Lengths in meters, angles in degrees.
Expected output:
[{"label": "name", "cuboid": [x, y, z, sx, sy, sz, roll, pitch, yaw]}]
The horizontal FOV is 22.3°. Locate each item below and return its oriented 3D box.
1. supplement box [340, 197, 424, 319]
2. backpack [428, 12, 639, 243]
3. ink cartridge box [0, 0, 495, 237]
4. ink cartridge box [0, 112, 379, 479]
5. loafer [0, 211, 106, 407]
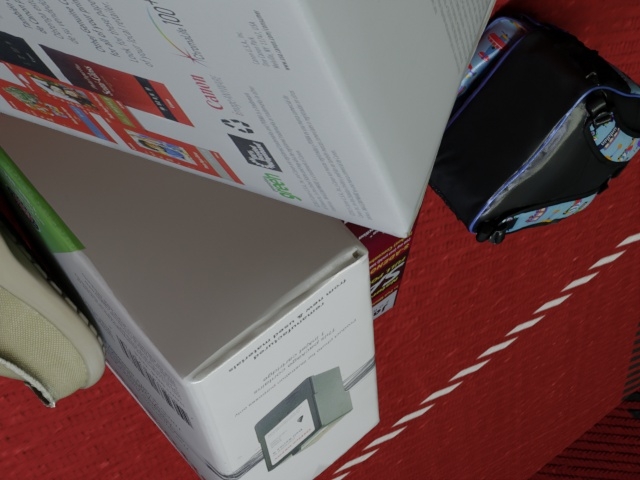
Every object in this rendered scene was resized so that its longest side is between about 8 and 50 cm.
[{"label": "supplement box", "cuboid": [0.000, 0.000, 1.166, 0.130, 0.073, 0.239, -33, 159, -21]}, {"label": "backpack", "cuboid": [0.167, -0.083, 1.225, 0.158, 0.117, 0.173, -50, 157, 23]}, {"label": "ink cartridge box", "cuboid": [-0.095, -0.139, 0.581, 0.309, 0.272, 0.130, 57, 52, -69]}, {"label": "ink cartridge box", "cuboid": [-0.072, 0.024, 0.911, 0.115, 0.198, 0.273, -38, 159, -13]}, {"label": "loafer", "cuboid": [-0.196, 0.021, 0.833, 0.092, 0.102, 0.268, -40, 148, -6]}]
